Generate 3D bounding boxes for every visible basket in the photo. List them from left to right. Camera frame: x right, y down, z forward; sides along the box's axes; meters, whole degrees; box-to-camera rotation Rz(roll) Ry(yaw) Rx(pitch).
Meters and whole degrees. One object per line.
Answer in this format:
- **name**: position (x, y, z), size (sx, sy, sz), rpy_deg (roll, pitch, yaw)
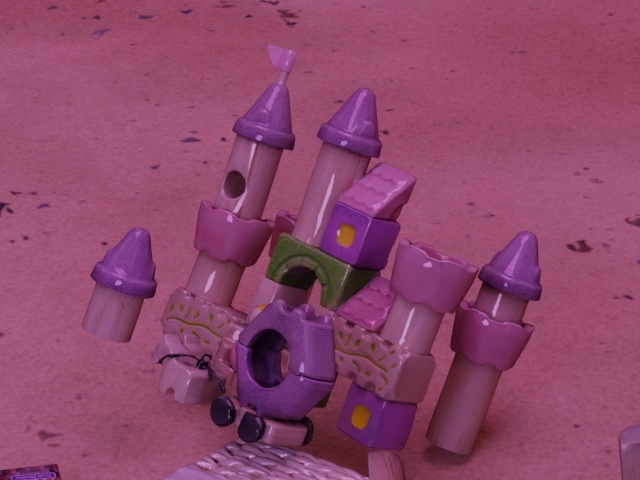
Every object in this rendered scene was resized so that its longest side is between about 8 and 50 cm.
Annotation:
- **basket**: position (-0.021, 0.220, 1.425), size (0.167, 0.113, 0.103), rpy_deg (18, 30, 27)

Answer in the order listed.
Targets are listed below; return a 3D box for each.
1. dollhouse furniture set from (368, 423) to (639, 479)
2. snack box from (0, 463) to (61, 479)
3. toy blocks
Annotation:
- **dollhouse furniture set**: position (0.228, 0.243, 1.069), size (0.362, 0.394, 0.256), rpy_deg (-7, 27, 3)
- **snack box**: position (-0.262, 0.218, 1.498), size (0.141, 0.037, 0.100), rpy_deg (-6, 30, -13)
- **toy blocks**: position (0.000, 0.000, 1.580), size (0.289, 0.260, 0.309), rpy_deg (27, 10, 38)
